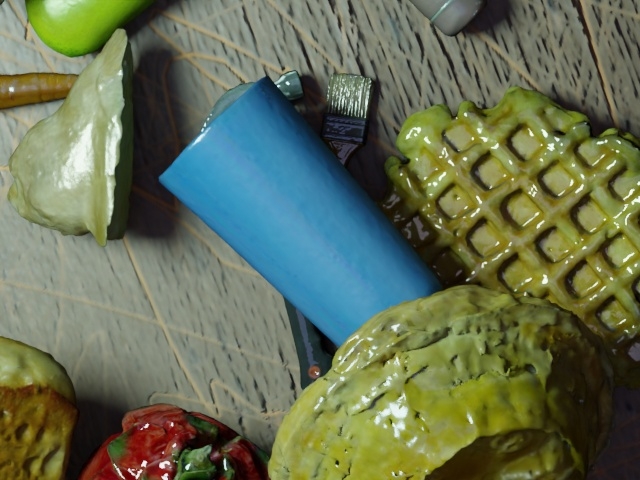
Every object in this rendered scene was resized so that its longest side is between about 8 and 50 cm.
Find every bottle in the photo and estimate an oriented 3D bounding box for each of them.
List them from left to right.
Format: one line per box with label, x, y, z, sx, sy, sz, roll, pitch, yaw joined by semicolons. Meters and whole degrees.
bottle;0.086;-0.245;1.764;0.140;0.053;0.053;44;96;-2

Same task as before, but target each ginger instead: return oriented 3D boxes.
ginger;-0.219;-0.097;1.769;0.123;0.115;0.193;9;91;12

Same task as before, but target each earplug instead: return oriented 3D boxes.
earplug;0.000;0.000;1.715;0.132;0.132;0.273;-43;91;6

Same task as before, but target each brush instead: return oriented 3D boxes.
brush;0.017;-0.068;1.788;0.043;0.014;0.170;8;85;4

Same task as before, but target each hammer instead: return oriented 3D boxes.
hammer;-0.035;-0.004;1.801;0.111;0.033;0.287;-15;94;4

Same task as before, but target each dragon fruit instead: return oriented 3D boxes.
dragon fruit;-0.137;0.262;1.755;0.192;0.193;0.274;25;130;-3

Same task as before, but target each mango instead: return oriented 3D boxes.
mango;-0.201;-0.246;1.762;0.163;0.089;0.117;-40;96;7

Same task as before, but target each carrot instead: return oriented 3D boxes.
carrot;-0.305;-0.138;1.804;0.216;0.048;0.048;-1;95;-1

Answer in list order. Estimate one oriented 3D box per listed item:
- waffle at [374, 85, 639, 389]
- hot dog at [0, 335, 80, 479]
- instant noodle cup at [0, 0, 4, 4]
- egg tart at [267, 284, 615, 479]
waffle;0.180;0.012;1.777;0.301;0.058;0.281;26;99;4
hot dog;-0.362;0.266;1.749;0.223;0.185;0.405;17;99;44
instant noodle cup;-0.324;-0.331;1.691;0.200;0.264;0.264;26;96;-7
egg tart;0.121;0.192;1.689;0.341;0.129;0.341;-13;127;-18
